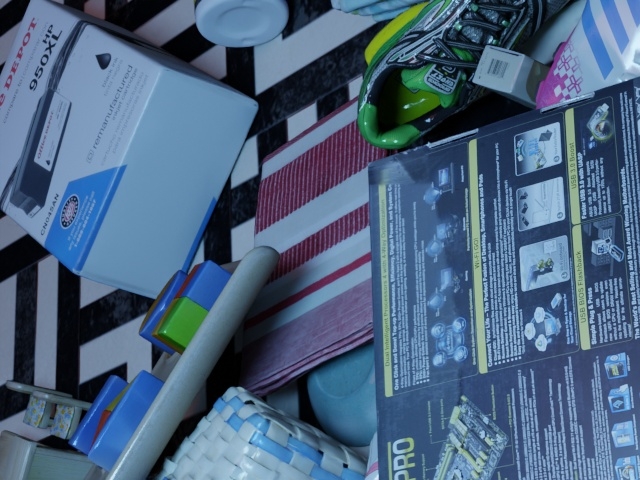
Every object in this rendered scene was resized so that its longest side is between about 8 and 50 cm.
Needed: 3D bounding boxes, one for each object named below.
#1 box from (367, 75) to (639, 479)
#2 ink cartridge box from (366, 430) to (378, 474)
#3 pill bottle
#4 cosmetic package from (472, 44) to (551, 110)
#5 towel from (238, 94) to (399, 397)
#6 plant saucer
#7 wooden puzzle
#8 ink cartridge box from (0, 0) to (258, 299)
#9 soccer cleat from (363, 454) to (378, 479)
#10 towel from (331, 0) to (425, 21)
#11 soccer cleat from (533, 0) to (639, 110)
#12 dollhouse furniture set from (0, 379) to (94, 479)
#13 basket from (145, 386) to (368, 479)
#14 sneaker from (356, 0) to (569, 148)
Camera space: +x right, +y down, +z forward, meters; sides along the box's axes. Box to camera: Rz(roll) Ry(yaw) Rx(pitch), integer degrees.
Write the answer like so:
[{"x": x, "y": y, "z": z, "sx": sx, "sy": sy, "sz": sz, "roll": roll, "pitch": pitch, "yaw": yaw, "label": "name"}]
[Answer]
[{"x": 0.194, "y": 0.081, "z": 1.367, "sx": 0.318, "sy": 0.097, "sz": 0.395, "roll": -16, "pitch": 63, "yaw": 31, "label": "box"}, {"x": 0.140, "y": 0.262, "z": 1.528, "sx": 0.208, "sy": 0.087, "sz": 0.153, "roll": -5, "pitch": 73, "yaw": 48, "label": "ink cartridge box"}, {"x": -0.108, "y": -0.362, "z": 2.033, "sx": 0.119, "sy": 0.119, "sz": 0.208, "roll": -32, "pitch": 54, "yaw": 38, "label": "pill bottle"}, {"x": 0.213, "y": -0.153, "z": 1.578, "sx": 0.060, "sy": 0.115, "sz": 0.041, "roll": 24, "pitch": 95, "yaw": 49, "label": "cosmetic package"}, {"x": 0.000, "y": 0.000, "z": 1.802, "sx": 0.237, "sy": 0.037, "sz": 0.329, "roll": -29, "pitch": 44, "yaw": 41, "label": "towel"}, {"x": 0.039, "y": 0.126, "z": 1.740, "sx": 0.195, "sy": 0.037, "sz": 0.195, "roll": -21, "pitch": 61, "yaw": 43, "label": "plant saucer"}, {"x": -0.181, "y": 0.146, "z": 1.771, "sx": 0.322, "sy": 0.080, "sz": 0.348, "roll": -59, "pitch": 6, "yaw": -12, "label": "wooden puzzle"}, {"x": -0.294, "y": -0.132, "z": 2.125, "sx": 0.395, "sy": 0.166, "sz": 0.285, "roll": 32, "pitch": 101, "yaw": 51, "label": "ink cartridge box"}, {"x": 0.042, "y": 0.279, "z": 1.509, "sx": 0.095, "sy": 0.083, "sz": 0.248, "roll": 31, "pitch": 104, "yaw": 55, "label": "soccer cleat"}, {"x": 0.156, "y": -0.433, "z": 1.771, "sx": 0.374, "sy": 0.090, "sz": 0.321, "roll": -13, "pitch": 67, "yaw": 45, "label": "towel"}, {"x": 0.294, "y": -0.167, "z": 1.489, "sx": 0.143, "sy": 0.116, "sz": 0.331, "roll": 12, "pitch": 85, "yaw": 51, "label": "soccer cleat"}, {"x": -0.380, "y": 0.301, "z": 2.065, "sx": 0.242, "sy": 0.161, "sz": 0.212, "roll": 9, "pitch": 83, "yaw": 51, "label": "dollhouse furniture set"}, {"x": -0.072, "y": 0.322, "z": 1.641, "sx": 0.289, "sy": 0.254, "sz": 0.201, "roll": -60, "pitch": 24, "yaw": -7, "label": "basket"}, {"x": 0.160, "y": -0.211, "z": 1.624, "sx": 0.343, "sy": 0.134, "sz": 0.146, "roll": -48, "pitch": 18, "yaw": 38, "label": "sneaker"}]
